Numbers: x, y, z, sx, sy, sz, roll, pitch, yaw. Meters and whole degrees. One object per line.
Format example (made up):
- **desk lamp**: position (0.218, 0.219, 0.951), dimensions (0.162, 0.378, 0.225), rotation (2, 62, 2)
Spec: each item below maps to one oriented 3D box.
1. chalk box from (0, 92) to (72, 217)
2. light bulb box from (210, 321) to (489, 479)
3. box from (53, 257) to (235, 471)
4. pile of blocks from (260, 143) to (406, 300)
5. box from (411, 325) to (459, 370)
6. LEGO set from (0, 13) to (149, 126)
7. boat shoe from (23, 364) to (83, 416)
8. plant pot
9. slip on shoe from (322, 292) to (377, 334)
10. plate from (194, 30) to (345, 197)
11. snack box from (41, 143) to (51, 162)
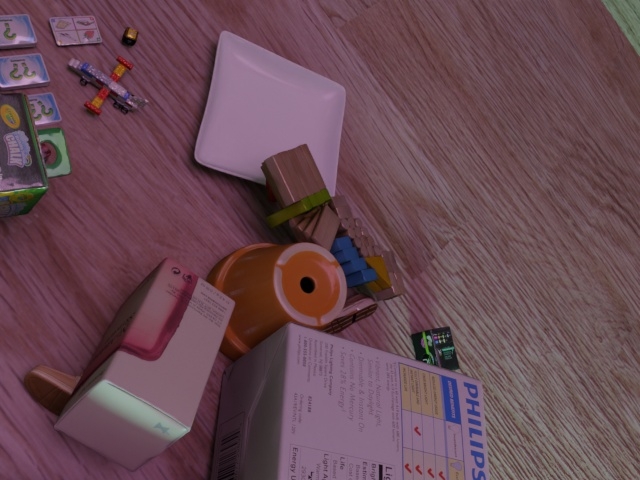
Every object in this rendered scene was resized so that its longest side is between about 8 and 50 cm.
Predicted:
- **chalk box**: position (-0.432, -0.101, 0.854), dimensions (0.213, 0.132, 0.133), rotation (-11, 83, -37)
- **light bulb box**: position (0.045, 0.359, 0.988), dimensions (0.360, 0.225, 0.358), rotation (21, 54, -25)
- **box**: position (-0.231, 0.163, 0.914), dimensions (0.126, 0.148, 0.232), rotation (37, 35, -17)
- **pile of blocks**: position (0.000, 0.000, 1.166), dimensions (0.362, 0.112, 0.149), rotation (49, 39, -21)
- **box**: position (0.218, 0.211, 1.277), dimensions (0.052, 0.062, 0.083), rotation (-5, 76, -32)
- **LEGO set**: position (-0.390, -0.284, 1.072), dimensions (0.244, 0.060, 0.183), rotation (-17, 87, -35)
- **boat shoe**: position (-0.328, 0.219, 0.940), dimensions (0.170, 0.063, 0.059), rotation (37, 35, -16)
- **plant pot**: position (-0.060, 0.088, 1.068), dimensions (0.205, 0.188, 0.205), rotation (11, 68, -29)
- **slip on shoe**: position (0.041, 0.129, 1.209), dimensions (0.135, 0.051, 0.041), rotation (-22, 52, -29)
- **plate**: position (-0.088, -0.214, 1.242), dimensions (0.277, 0.045, 0.278), rotation (18, 64, -26)
- **snack box**: position (-0.516, -0.125, 0.928), dimensions (0.174, 0.070, 0.207), rotation (50, 57, -9)
